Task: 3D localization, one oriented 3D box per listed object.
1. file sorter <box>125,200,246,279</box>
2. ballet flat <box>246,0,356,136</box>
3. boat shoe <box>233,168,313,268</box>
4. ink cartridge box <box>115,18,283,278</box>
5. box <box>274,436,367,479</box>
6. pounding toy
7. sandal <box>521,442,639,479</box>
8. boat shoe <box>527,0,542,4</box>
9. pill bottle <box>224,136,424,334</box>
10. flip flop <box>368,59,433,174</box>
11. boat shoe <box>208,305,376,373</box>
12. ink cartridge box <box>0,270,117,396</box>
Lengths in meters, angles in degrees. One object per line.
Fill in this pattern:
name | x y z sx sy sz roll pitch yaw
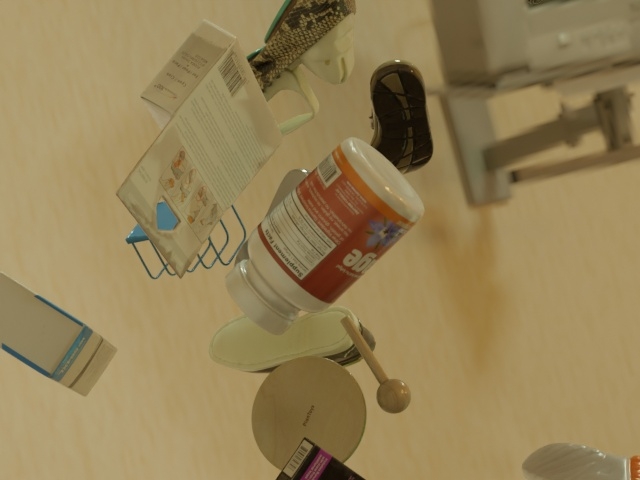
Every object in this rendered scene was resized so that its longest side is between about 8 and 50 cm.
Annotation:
file sorter | -0.235 -0.008 2.684 0.170 0.104 0.118 -11 30 30
ballet flat | -0.053 -0.293 2.537 0.483 0.182 0.164 -42 0 36
boat shoe | -0.063 -0.007 2.627 0.088 0.096 0.268 8 -65 -45
ink cartridge box | -0.176 -0.118 2.034 0.261 0.066 0.296 -53 -23 -13
box | 0.011 0.291 1.548 0.162 0.116 0.029 38 -7 -32
pounding toy | 0.016 0.258 2.303 0.237 0.183 0.110 -40 -23 5
sandal | 0.354 0.300 1.737 0.102 0.076 0.265 -36 31 -32
boat shoe | 0.311 -0.350 1.915 0.056 0.049 0.152 -20 -23 -39
pill bottle | 0.000 0.000 1.643 0.216 0.121 0.121 -44 -17 15
flip flop | 0.119 -0.198 2.395 0.112 0.080 0.277 -10 -38 -2
boat shoe | -0.051 0.178 2.531 0.305 0.109 0.091 -9 -29 33
ink cartridge box | -0.366 0.125 1.968 0.148 0.086 0.203 30 -10 11
